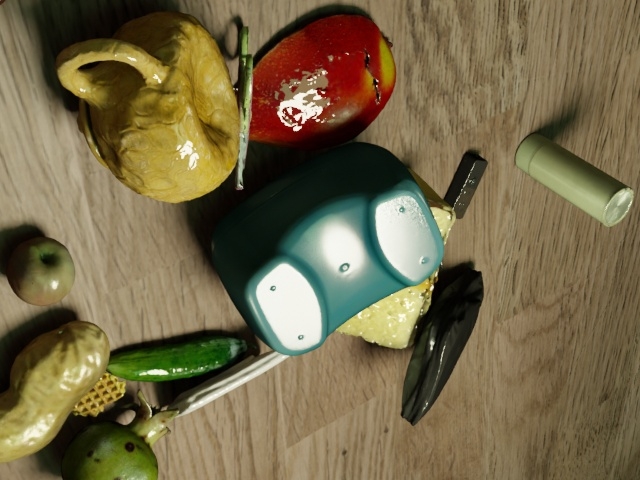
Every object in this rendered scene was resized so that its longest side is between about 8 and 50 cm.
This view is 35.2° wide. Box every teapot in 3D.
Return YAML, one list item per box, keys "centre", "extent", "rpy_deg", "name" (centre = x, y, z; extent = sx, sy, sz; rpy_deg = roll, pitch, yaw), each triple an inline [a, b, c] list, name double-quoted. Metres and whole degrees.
- centre: [-0.196, -0.144, 1.099]
  extent: [0.167, 0.203, 0.311]
  rpy_deg: [-8, 167, 14]
  name: "teapot"

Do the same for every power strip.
- centre: [0.233, -0.087, 1.637]
  extent: [0.038, 0.029, 0.111]
  rpy_deg: [1, 119, -43]
  name: "power strip"

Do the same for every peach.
- centre: [0.000, -0.193, 1.315]
  extent: [0.279, 0.068, 0.189]
  rpy_deg: [-28, 133, -24]
  name: "peach"
- centre: [-0.328, 0.038, 1.182]
  extent: [0.083, 0.083, 0.083]
  rpy_deg: [-24, 134, -28]
  name: "peach"

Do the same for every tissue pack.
- centre: [0.000, 0.000, 1.353]
  extent: [0.287, 0.206, 0.198]
  rpy_deg: [-33, 126, -7]
  name: "tissue pack"

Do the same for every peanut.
- centre: [-0.356, 0.194, 1.265]
  extent: [0.103, 0.098, 0.229]
  rpy_deg: [40, 89, -9]
  name: "peanut"

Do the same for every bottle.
- centre: [0.414, -0.102, 1.657]
  extent: [0.072, 0.201, 0.072]
  rpy_deg: [-24, 134, -27]
  name: "bottle"

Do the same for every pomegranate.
- centre: [-0.282, 0.297, 1.393]
  extent: [0.148, 0.148, 0.169]
  rpy_deg: [61, 43, -48]
  name: "pomegranate"

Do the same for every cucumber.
- centre: [-0.188, 0.167, 1.430]
  extent: [0.250, 0.056, 0.056]
  rpy_deg: [-7, 124, -39]
  name: "cucumber"

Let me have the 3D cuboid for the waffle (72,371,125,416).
- centre: [-0.309, 0.207, 1.359]
  extent: [0.078, 0.016, 0.085]
  rpy_deg: [28, 113, -27]
  name: "waffle"

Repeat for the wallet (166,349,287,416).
- centre: [-0.138, 0.205, 1.475]
  extent: [0.183, 0.032, 0.124]
  rpy_deg: [-25, 178, -27]
  name: "wallet"

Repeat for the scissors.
- centre: [-0.093, -0.152, 1.216]
  extent: [0.020, 0.133, 0.187]
  rpy_deg: [2, 123, -7]
  name: "scissors"

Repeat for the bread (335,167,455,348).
- centre: [0.103, 0.028, 1.556]
  extent: [0.142, 0.178, 0.266]
  rpy_deg: [-48, 157, -58]
  name: "bread"

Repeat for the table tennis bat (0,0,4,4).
- centre: [-0.347, -0.243, 0.997]
  extent: [0.098, 0.019, 0.155]
  rpy_deg: [-16, 127, -34]
  name: "table tennis bat"

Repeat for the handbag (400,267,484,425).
- centre: [0.207, 0.168, 1.690]
  extent: [0.332, 0.075, 0.192]
  rpy_deg: [-43, 150, -66]
  name: "handbag"
